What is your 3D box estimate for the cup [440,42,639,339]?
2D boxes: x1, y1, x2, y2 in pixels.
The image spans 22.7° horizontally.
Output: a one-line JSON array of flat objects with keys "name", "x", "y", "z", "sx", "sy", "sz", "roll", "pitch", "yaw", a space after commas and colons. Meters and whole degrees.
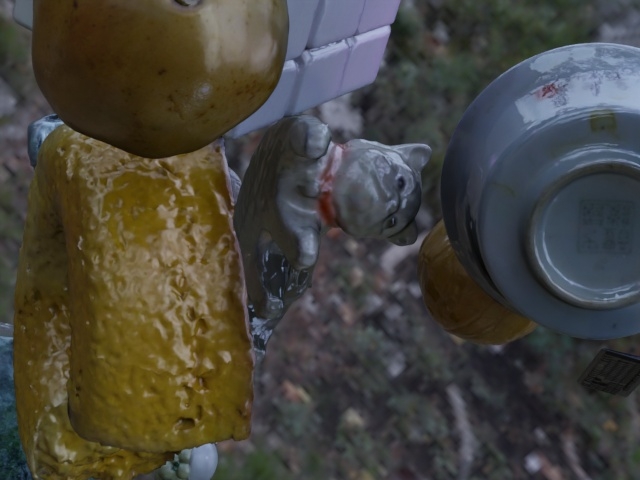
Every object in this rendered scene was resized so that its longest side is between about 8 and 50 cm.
[{"name": "cup", "x": 0.304, "y": -0.030, "z": 1.751, "sx": 0.347, "sy": 0.347, "sz": 0.163, "roll": 47, "pitch": 17, "yaw": -12}]

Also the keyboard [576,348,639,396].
[{"name": "keyboard", "x": 0.326, "y": 0.147, "z": 1.756, "sx": 0.063, "sy": 0.010, "sz": 0.198, "roll": 14, "pitch": -14, "yaw": 5}]

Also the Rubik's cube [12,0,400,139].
[{"name": "Rubik's cube", "x": -0.097, "y": -0.340, "z": 1.738, "sx": 0.322, "sy": 0.319, "sz": 0.316, "roll": 28, "pitch": 29, "yaw": 19}]

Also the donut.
[{"name": "donut", "x": -0.208, "y": 0.054, "z": 1.585, "sx": 0.435, "sy": 0.163, "sz": 0.378, "roll": 133, "pitch": -48, "yaw": -62}]

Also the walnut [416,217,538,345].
[{"name": "walnut", "x": 0.226, "y": 0.025, "z": 1.972, "sx": 0.193, "sy": 0.225, "sz": 0.193, "roll": 45, "pitch": 4, "yaw": -4}]

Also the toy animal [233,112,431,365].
[{"name": "toy animal", "x": 0.000, "y": 0.000, "z": 1.849, "sx": 0.188, "sy": 0.308, "sz": 0.266, "roll": -3, "pitch": 12, "yaw": -29}]

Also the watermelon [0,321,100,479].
[{"name": "watermelon", "x": -0.415, "y": 0.207, "z": 2.164, "sx": 0.387, "sy": 0.228, "sz": 0.258, "roll": 12, "pitch": 9, "yaw": -11}]

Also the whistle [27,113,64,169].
[{"name": "whistle", "x": -0.284, "y": -0.091, "z": 2.243, "sx": 0.348, "sy": 0.189, "sz": 0.189, "roll": 19, "pitch": 26, "yaw": -43}]

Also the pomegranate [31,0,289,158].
[{"name": "pomegranate", "x": -0.135, "y": -0.178, "z": 1.323, "sx": 0.233, "sy": 0.233, "sz": 0.233, "roll": 47, "pitch": 7, "yaw": -7}]

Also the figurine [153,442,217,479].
[{"name": "figurine", "x": -0.204, "y": 0.318, "z": 2.527, "sx": 0.093, "sy": 0.147, "sz": 0.197, "roll": 13, "pitch": 46, "yaw": -2}]

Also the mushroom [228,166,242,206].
[{"name": "mushroom", "x": -0.158, "y": -0.056, "z": 2.021, "sx": 0.123, "sy": 0.123, "sz": 0.052, "roll": 50, "pitch": -22, "yaw": 16}]
